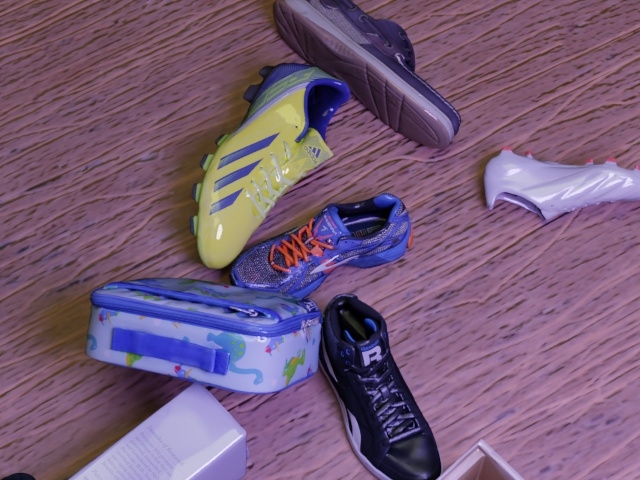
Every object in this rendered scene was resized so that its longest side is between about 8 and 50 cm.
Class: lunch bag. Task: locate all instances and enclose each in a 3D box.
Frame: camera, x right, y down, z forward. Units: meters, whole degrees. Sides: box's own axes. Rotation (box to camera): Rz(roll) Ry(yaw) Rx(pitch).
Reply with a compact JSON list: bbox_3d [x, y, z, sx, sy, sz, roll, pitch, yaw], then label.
[{"bbox_3d":[-0.117,0.093,1.503,0.219,0.176,0.090,9,98,22],"label":"lunch bag"}]

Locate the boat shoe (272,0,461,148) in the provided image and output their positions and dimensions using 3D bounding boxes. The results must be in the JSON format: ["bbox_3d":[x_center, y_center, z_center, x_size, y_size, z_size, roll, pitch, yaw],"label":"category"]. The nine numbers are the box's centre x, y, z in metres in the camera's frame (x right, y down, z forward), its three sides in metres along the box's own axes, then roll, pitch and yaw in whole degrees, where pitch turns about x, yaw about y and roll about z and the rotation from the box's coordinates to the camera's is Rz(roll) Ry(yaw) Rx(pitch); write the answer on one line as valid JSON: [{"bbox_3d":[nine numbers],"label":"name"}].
[{"bbox_3d":[0.066,-0.219,1.761,0.092,0.103,0.285,-42,63,-18],"label":"boat shoe"}]

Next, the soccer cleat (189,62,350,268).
[{"bbox_3d":[-0.054,-0.088,1.676,0.121,0.093,0.289,12,57,20],"label":"soccer cleat"}]

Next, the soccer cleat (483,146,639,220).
[{"bbox_3d":[0.283,-0.056,1.696,0.196,0.068,0.076,7,74,4],"label":"soccer cleat"}]

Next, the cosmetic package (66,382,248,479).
[{"bbox_3d":[-0.183,0.253,1.461,0.231,0.117,0.085,-38,69,-23],"label":"cosmetic package"}]

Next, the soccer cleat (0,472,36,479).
[{"bbox_3d":[-0.348,0.291,1.457,0.060,0.072,0.179,40,66,20],"label":"soccer cleat"}]

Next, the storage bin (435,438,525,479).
[{"bbox_3d":[0.150,0.379,1.394,0.260,0.123,0.262,-39,68,-22],"label":"storage bin"}]

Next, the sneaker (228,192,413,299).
[{"bbox_3d":[0.000,0.000,1.634,0.221,0.087,0.083,-24,62,-16],"label":"sneaker"}]

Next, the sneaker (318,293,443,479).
[{"bbox_3d":[0.056,0.153,1.525,0.079,0.121,0.217,-25,63,-15],"label":"sneaker"}]
